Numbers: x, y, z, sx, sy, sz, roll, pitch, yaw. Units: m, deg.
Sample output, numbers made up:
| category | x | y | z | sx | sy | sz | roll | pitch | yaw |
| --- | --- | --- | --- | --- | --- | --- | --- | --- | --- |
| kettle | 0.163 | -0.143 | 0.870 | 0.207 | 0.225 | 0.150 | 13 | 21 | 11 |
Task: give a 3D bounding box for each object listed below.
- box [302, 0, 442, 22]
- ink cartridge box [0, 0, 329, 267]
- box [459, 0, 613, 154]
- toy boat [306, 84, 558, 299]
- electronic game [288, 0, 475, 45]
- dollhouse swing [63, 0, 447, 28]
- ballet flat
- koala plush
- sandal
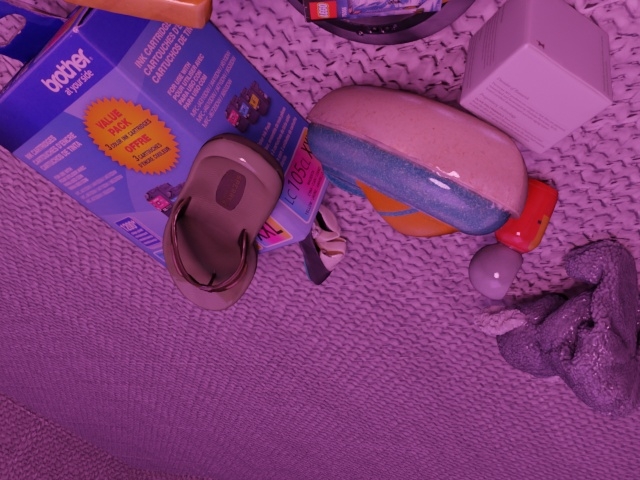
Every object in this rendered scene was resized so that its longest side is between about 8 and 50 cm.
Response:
| category | x | y | z | sx | sy | sz | roll | pitch | yaw |
| --- | --- | --- | --- | --- | --- | --- | --- | --- | --- |
| box | 0.031 | -0.182 | 0.353 | 0.093 | 0.027 | 0.137 | -5 | 163 | 1 |
| ink cartridge box | -0.213 | -0.140 | 0.735 | 0.270 | 0.151 | 0.395 | -18 | 130 | 41 |
| box | 0.197 | -0.157 | 0.558 | 0.102 | 0.101 | 0.087 | 27 | 144 | -15 |
| toy boat | 0.135 | -0.041 | 0.654 | 0.318 | 0.148 | 0.267 | 24 | -174 | -34 |
| electronic game | 0.042 | -0.273 | 0.517 | 0.229 | 0.048 | 0.229 | 16 | 141 | 13 |
| dollhouse swing | -0.046 | -0.331 | 0.341 | 0.304 | 0.315 | 0.347 | -11 | 165 | -11 |
| ballet flat | 0.000 | 0.000 | 0.896 | 0.074 | 0.074 | 0.203 | 3 | 140 | 21 |
| koala plush | 0.334 | 0.135 | 0.842 | 0.196 | 0.203 | 0.221 | 39 | 152 | -26 |
| sandal | -0.125 | 0.002 | 0.681 | 0.120 | 0.086 | 0.303 | 21 | 145 | -4 |
